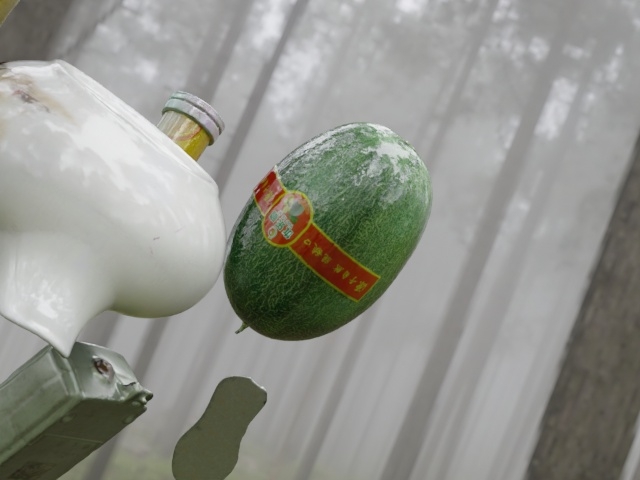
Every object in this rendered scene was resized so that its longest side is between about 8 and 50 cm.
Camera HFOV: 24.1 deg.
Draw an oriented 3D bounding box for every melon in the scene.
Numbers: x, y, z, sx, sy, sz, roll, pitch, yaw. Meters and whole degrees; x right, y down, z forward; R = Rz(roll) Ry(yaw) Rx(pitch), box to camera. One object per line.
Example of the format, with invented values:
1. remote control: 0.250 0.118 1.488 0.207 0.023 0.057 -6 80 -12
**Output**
1. melon: 0.000 0.000 1.633 0.182 0.287 0.182 36 11 -9

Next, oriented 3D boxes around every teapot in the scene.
1. teapot: -0.159 -0.025 0.968 0.204 0.139 0.298 35 4 -17

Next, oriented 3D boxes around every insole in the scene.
1. insole: -0.106 0.197 1.519 0.065 0.004 0.197 20 -48 -8

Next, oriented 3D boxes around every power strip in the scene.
1. power strip: -0.229 0.156 0.995 0.078 0.272 0.052 23 34 -57

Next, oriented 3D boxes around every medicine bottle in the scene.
1. medicine bottle: -0.193 -0.062 1.689 0.074 0.218 0.074 27 -20 11

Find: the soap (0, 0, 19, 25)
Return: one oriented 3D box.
1. soap: -0.421 -0.258 1.567 0.173 0.274 0.089 33 5 -43
